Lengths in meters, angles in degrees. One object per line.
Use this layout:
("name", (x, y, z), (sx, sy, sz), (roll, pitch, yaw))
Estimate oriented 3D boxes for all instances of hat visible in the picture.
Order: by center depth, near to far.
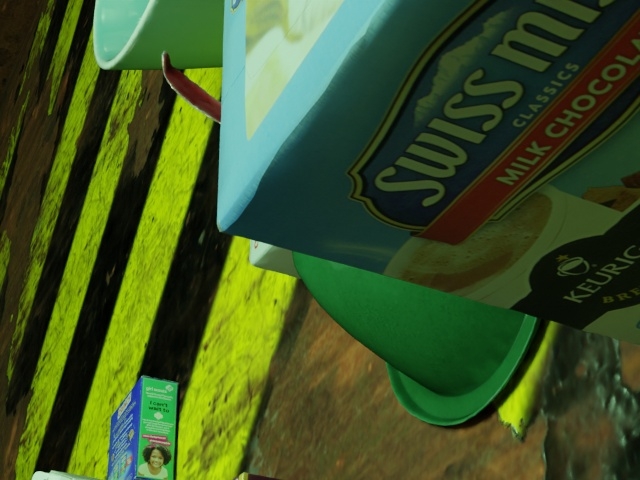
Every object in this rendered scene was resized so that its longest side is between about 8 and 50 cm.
("hat", (0.000, 0.000, 0.675), (0.208, 0.183, 0.173), (18, 93, 67))

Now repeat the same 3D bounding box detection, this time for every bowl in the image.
("bowl", (-0.075, -0.280, 1.052), (0.311, 0.163, 0.312), (-47, 36, 50))

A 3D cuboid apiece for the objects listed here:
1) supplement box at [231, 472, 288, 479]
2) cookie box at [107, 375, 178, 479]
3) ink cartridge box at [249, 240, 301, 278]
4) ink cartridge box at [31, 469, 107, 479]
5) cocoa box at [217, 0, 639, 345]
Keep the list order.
("supplement box", (-0.055, 0.206, 0.857), (0.083, 0.043, 0.055), (-41, 40, 52))
("cookie box", (-0.170, 0.198, 1.133), (0.092, 0.040, 0.107), (-50, 33, 46))
("ink cartridge box", (-0.005, -0.038, 0.882), (0.122, 0.052, 0.089), (-44, 38, 49))
("ink cartridge box", (-0.171, 0.244, 0.972), (0.090, 0.143, 0.092), (-15, 62, 64))
("cocoa box", (0.103, -0.171, 0.485), (0.231, 0.227, 0.347), (-49, 34, 47))
